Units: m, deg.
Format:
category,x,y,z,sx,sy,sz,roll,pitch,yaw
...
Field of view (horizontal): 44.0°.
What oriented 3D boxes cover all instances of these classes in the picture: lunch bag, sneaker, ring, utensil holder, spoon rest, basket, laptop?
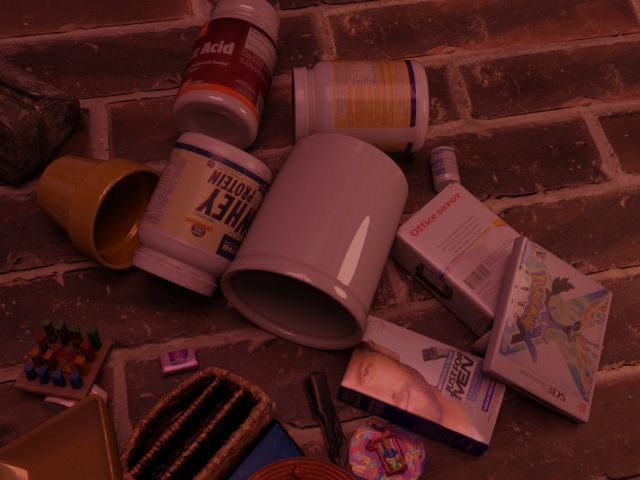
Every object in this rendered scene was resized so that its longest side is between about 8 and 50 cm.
category,x,y,z,sx,sy,sz,roll,pitch,yaw
lunch bag,-0.791,-0.331,1.994,0.305,0.212,0.256,28,46,11
sneaker,-0.522,0.341,1.711,0.134,0.051,0.070,8,46,8
ring,-0.034,0.596,1.545,0.337,0.032,0.336,5,72,-17
utensil holder,0.000,0.000,1.785,0.328,0.327,0.385,19,60,7
spoon rest,0.454,0.189,1.831,0.276,0.137,0.084,-19,66,-28
basket,-0.264,0.394,1.598,0.213,0.223,0.299,37,65,16
laptop,-0.060,0.538,1.577,0.264,0.136,0.234,33,64,20

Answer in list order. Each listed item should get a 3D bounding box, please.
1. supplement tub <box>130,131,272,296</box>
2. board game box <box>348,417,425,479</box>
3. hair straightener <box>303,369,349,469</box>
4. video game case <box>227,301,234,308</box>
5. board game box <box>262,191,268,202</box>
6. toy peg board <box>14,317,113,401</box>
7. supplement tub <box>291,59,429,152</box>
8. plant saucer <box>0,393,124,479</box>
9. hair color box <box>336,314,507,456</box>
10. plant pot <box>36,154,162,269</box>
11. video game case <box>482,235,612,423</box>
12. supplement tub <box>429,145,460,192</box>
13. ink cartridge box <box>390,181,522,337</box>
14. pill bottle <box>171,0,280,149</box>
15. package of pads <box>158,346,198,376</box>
category,x,y,z,sx,sy,sz,roll,pitch,yaw
supplement tub,-0.274,-0.057,1.805,0.235,0.235,0.325,22,84,8
board game box,0.144,0.456,1.700,0.169,0.033,0.133,21,61,9
hair straightener,0.015,0.385,1.698,0.047,0.089,0.230,0,58,-22
video game case,-0.167,0.111,1.887,0.087,0.011,0.122,8,60,1
board game box,-0.167,-0.056,1.963,0.193,0.045,0.146,20,62,7
toy peg board,-0.559,0.248,1.712,0.161,0.079,0.160,8,46,9
supplement tub,0.095,-0.342,2.034,0.331,0.241,0.241,-1,60,-5
plant saucer,-0.485,0.511,1.524,0.333,0.081,0.333,-32,60,23
hair color box,0.226,0.318,1.744,0.339,0.110,0.185,20,62,9
plant pot,-0.522,-0.087,1.857,0.239,0.254,0.254,22,60,27
video game case,0.516,0.199,1.773,0.300,0.036,0.329,30,65,-22
supplement tub,0.322,-0.184,2.058,0.071,0.071,0.107,-1,59,-5
ink cartridge box,0.354,0.043,1.895,0.226,0.131,0.306,-38,69,-22
pill bottle,-0.235,-0.447,2.080,0.224,0.224,0.392,10,60,2
package of pads,-0.318,0.271,1.773,0.083,0.032,0.050,-12,63,-11
